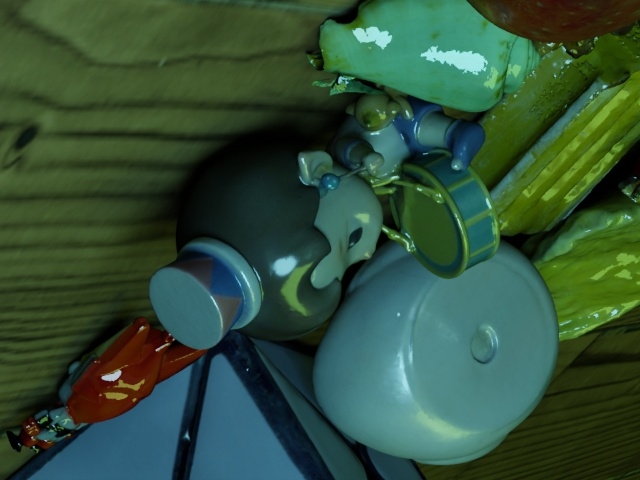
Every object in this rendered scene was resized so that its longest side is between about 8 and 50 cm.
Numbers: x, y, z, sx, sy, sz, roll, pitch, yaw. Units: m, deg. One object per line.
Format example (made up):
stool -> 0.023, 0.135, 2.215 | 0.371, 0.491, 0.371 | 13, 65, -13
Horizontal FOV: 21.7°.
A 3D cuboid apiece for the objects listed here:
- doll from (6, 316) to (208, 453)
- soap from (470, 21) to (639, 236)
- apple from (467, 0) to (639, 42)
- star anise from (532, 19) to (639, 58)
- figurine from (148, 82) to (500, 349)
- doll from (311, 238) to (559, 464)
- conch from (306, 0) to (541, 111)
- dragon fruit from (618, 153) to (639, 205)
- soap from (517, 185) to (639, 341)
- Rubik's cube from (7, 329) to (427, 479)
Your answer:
doll -> -0.179, 0.123, 1.367 | 0.169, 0.057, 0.109 | -41, 153, 11
soap -> 0.228, -0.116, 1.445 | 0.257, 0.080, 0.160 | -49, 155, 27
apple -> 0.150, -0.235, 0.950 | 0.230, 0.230, 0.230 | -29, 156, -15
star anise -> 0.222, -0.201, 1.255 | 0.234, 0.073, 0.177 | -4, 132, -33
figurine -> -0.005, -0.007, 1.231 | 0.275, 0.158, 0.161 | -27, 159, -20
doll -> 0.089, 0.089, 1.510 | 0.251, 0.221, 0.221 | -31, 158, -34
conch -> 0.077, -0.146, 1.187 | 0.170, 0.079, 0.106 | 2, 107, -12
dragon fruit -> 0.383, -0.102, 1.479 | 0.161, 0.126, 0.274 | -48, -178, 42
soap -> 0.345, -0.010, 1.717 | 0.427, 0.115, 0.306 | -26, 164, -38
Rubik's cube -> -0.065, 0.288, 1.517 | 0.307, 0.310, 0.305 | -38, 156, 9
